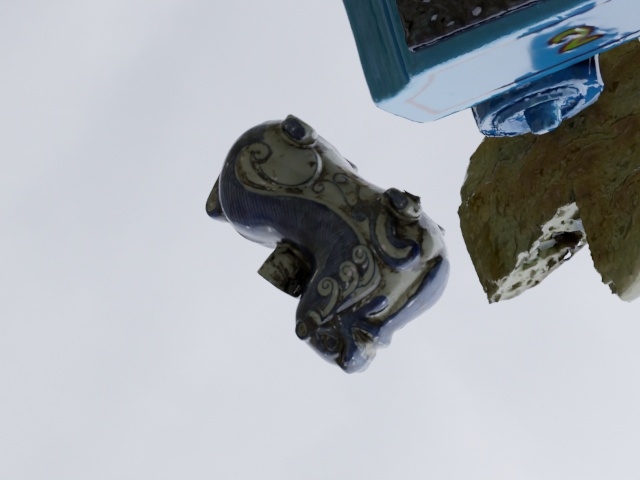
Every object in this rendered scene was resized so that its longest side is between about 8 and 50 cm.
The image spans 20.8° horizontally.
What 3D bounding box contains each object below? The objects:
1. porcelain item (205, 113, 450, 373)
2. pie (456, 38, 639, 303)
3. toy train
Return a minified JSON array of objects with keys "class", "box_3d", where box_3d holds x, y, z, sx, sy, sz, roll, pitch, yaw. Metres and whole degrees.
[{"class":"porcelain item","box_3d":[0.000,0.000,1.794,0.288,0.138,0.186,37,-91,27]},{"class":"pie","box_3d":[0.261,-0.081,1.623,0.337,0.075,0.337,-34,-142,33]},{"class":"toy train","box_3d":[0.179,-0.202,1.245,0.300,0.265,0.188,-22,-105,23]}]
